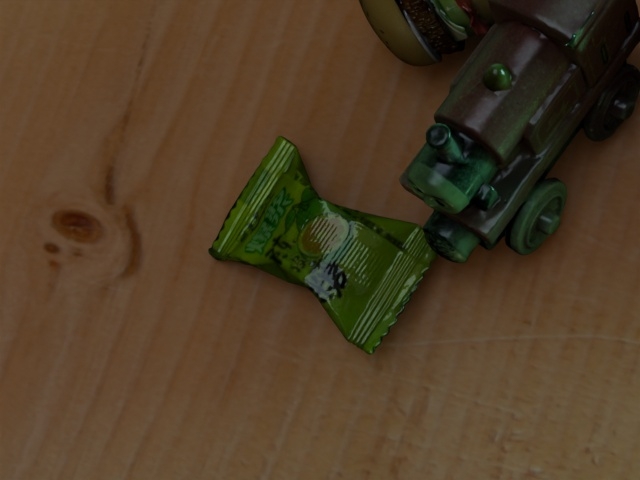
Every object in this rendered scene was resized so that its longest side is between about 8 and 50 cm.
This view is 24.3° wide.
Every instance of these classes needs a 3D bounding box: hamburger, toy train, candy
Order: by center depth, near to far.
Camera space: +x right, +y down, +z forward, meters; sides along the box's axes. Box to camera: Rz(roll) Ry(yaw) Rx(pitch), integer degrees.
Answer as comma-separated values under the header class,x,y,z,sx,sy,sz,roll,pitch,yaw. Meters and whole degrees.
class,x,y,z,sx,sy,sz,roll,pitch,yaw
toy train,0.188,-0.125,1.413,0.150,0.221,0.304,32,84,27
candy,0.000,0.000,1.524,0.246,0.069,0.149,31,86,28
hamburger,0.111,-0.256,1.525,0.137,0.175,0.175,-29,64,16
